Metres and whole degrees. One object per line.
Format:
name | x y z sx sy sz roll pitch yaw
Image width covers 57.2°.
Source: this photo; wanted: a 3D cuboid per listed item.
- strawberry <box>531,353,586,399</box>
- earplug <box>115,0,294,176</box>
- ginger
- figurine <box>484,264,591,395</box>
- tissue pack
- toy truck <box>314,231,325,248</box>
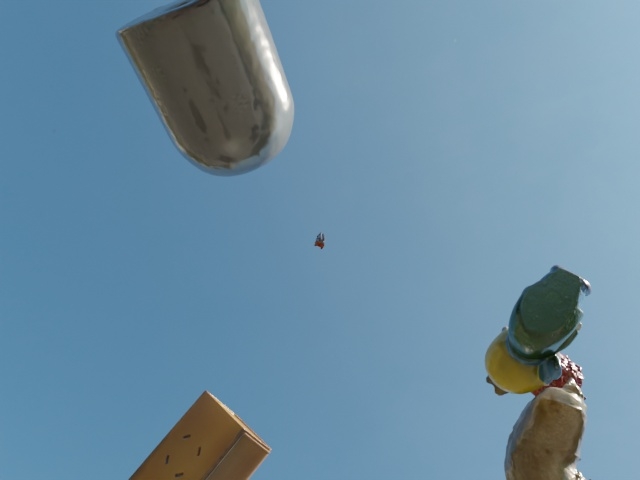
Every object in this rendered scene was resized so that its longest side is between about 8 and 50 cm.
strawberry | 0.466 0.277 1.290 0.228 0.174 0.098 22 -85 -6
earplug | -0.225 -0.345 1.323 0.312 0.313 0.394 -13 -62 20
ginger | 0.415 0.377 1.067 0.152 0.267 0.138 0 -29 24
figurine | 0.364 0.162 0.997 0.127 0.185 0.234 23 -34 28
tissue pack | -0.278 0.532 1.378 0.194 0.274 0.145 23 -22 51
toy truck | 0.000 0.000 1.404 0.024 0.083 0.032 22 -83 -2
